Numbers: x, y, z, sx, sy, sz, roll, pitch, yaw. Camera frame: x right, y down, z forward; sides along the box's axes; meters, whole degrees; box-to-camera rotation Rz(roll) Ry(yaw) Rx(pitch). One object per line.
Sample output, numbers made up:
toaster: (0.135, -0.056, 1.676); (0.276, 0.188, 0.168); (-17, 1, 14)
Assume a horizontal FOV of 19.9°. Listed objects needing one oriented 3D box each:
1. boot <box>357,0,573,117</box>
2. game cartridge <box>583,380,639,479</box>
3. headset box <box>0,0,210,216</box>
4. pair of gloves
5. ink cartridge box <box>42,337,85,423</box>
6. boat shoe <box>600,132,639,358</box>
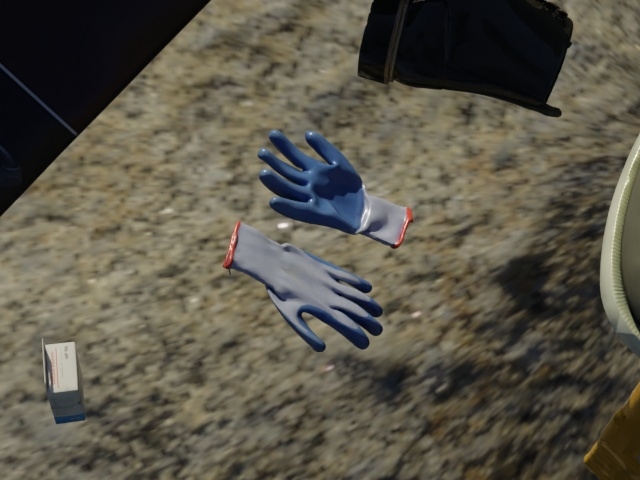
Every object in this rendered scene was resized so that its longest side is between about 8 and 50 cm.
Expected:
boot: (0.116, -0.179, 1.209); (0.137, 0.077, 0.198); (16, 78, 6)
game cartridge: (0.376, 0.222, 1.559); (0.285, 0.323, 0.053); (43, 61, 15)
headset box: (-0.179, -0.022, 0.479); (0.293, 0.218, 0.110); (-46, 114, 1)
pair of gloves: (0.000, 0.000, 1.563); (0.159, 0.198, 0.023); (29, 143, -17)
ink cartridge box: (-0.225, 0.122, 1.597); (0.028, 0.083, 0.048); (-7, 62, -4)
boat shoe: (0.232, -0.069, 0.819); (0.109, 0.091, 0.305); (40, 68, 0)
